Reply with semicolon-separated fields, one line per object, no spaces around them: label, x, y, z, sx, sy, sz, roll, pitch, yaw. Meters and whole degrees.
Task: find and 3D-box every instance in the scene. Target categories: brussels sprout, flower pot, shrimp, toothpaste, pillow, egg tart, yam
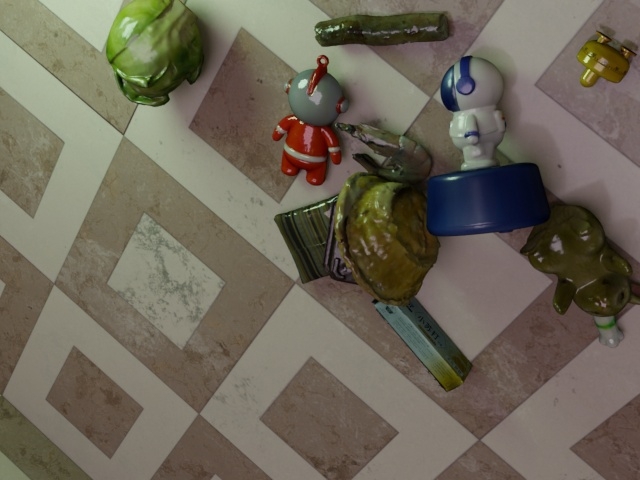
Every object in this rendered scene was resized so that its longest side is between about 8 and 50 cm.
brussels sprout;-0.413;-0.476;1.841;0.227;0.259;0.294;29;99;-4
flower pot;0.098;0.010;1.860;0.178;0.084;0.251;11;111;5
shrimp;0.148;-0.211;1.786;0.254;0.059;0.145;18;137;4
toothpaste;0.263;0.246;1.912;0.313;0.089;0.071;49;130;-1
pillow;0.000;0.000;1.956;0.212;0.052;0.208;-17;102;26
egg tart;0.172;-0.013;1.687;0.132;0.345;0.346;-17;102;38
yam;0.136;-0.484;1.679;0.317;0.071;0.067;4;149;24

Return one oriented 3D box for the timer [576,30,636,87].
timer;0.572;-0.357;1.496;0.107;0.107;0.109;35;118;9

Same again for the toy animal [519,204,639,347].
toy animal;0.610;0.091;1.621;0.181;0.180;0.363;-34;95;28

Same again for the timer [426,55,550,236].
timer;0.347;-0.211;1.608;0.270;0.270;0.384;-6;94;28

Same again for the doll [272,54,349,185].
doll;-0.022;-0.302;1.819;0.199;0.105;0.337;22;127;17
